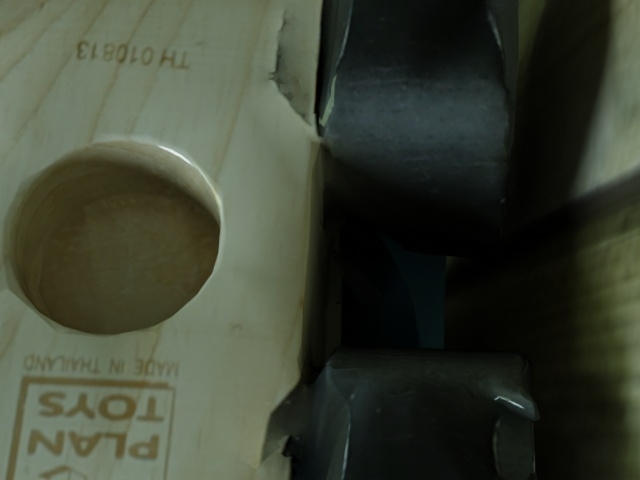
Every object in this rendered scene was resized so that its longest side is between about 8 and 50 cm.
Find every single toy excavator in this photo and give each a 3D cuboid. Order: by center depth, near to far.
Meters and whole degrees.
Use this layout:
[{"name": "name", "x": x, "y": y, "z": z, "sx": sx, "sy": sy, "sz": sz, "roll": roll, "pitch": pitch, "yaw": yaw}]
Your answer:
[{"name": "toy excavator", "x": -0.047, "y": 0.152, "z": 0.523, "sx": 0.445, "sy": 0.222, "sz": 0.433, "roll": 82, "pitch": -170, "yaw": -65}]
